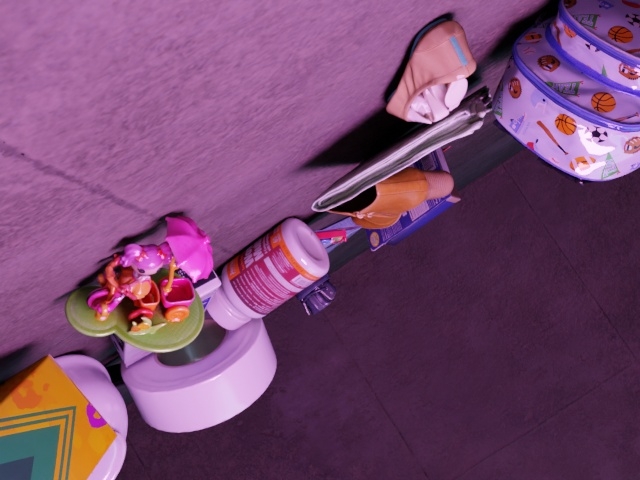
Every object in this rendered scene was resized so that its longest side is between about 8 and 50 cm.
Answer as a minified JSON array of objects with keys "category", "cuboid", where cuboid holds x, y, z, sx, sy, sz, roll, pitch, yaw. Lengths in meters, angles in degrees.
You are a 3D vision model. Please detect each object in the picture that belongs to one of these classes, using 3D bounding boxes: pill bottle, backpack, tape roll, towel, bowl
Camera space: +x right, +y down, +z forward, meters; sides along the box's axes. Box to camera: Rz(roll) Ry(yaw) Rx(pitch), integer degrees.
[{"category":"pill bottle","cuboid":[-0.102,0.065,1.289,0.221,0.121,0.121,-35,173,20]},{"category":"backpack","cuboid":[0.371,-0.208,0.941,0.263,0.276,0.213,-38,150,-26]},{"category":"tape roll","cuboid":[-0.232,0.232,1.366,0.286,0.100,0.286,-14,-153,7]},{"category":"towel","cuboid":[0.136,-0.136,1.024,0.247,0.038,0.325,-29,-174,22]},{"category":"bowl","cuboid":[-0.420,0.350,1.174,0.298,0.134,0.298,-43,147,-38]}]

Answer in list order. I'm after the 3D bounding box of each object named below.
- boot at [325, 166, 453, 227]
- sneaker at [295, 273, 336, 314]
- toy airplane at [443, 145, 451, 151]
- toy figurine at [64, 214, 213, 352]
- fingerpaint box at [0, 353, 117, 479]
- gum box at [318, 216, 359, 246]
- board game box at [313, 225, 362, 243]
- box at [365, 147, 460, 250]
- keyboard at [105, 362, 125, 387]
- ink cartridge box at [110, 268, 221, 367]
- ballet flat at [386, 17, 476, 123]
[{"category":"boot","cuboid":[0.078,-0.077,1.312,0.211,0.104,0.295,-8,174,-35]},{"category":"sneaker","cuboid":[-0.051,0.080,1.472,0.086,0.163,0.226,-34,172,22]},{"category":"toy airplane","cuboid":[0.210,-0.161,1.510,0.151,0.028,0.151,-38,177,-2]},{"category":"toy figurine","cuboid":[-0.196,0.036,0.828,0.173,0.130,0.159,0,141,-31]},{"category":"fingerpaint box","cuboid":[-0.531,0.380,0.879,0.444,0.163,0.371,-31,-167,21]},{"category":"gum box","cuboid":[-0.005,0.013,1.715,0.184,0.041,0.157,-25,170,-44]},{"category":"board game box","cuboid":[0.000,0.000,1.381,0.168,0.033,0.133,-8,177,11]},{"category":"box","cuboid":[0.169,-0.084,1.414,0.036,0.136,0.225,9,146,-41]},{"category":"keyboard","cuboid":[-0.342,0.263,1.576,0.317,0.033,0.201,-16,-166,9]},{"category":"ink cartridge box","cuboid":[-0.272,0.128,1.202,0.165,0.065,0.333,-30,172,-24]},{"category":"ballet flat","cuboid":[0.126,-0.173,0.825,0.080,0.073,0.232,-33,174,-5]}]
